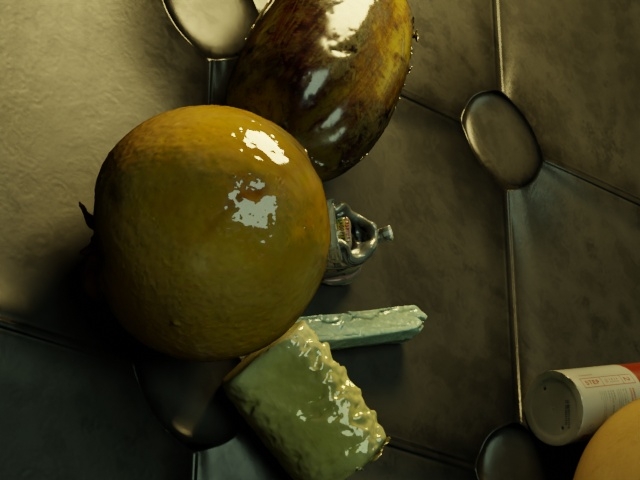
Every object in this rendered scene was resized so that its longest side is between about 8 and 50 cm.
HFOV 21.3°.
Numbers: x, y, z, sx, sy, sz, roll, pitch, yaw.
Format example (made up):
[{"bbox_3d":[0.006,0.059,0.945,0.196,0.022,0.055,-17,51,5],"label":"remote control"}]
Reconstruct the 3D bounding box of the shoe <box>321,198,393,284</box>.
[{"bbox_3d":[0.000,0.000,1.984,0.180,0.092,0.089,12,62,-39],"label":"shoe"}]

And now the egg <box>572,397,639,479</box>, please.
[{"bbox_3d":[0.445,0.366,2.055,0.301,0.301,0.373,20,47,-34],"label":"egg"}]

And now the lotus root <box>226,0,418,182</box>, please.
[{"bbox_3d":[0.007,-0.206,2.035,0.196,0.179,0.397,43,45,-15],"label":"lotus root"}]

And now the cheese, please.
[{"bbox_3d":[-0.017,0.184,1.854,0.167,0.123,0.094,54,12,-8],"label":"cheese"}]

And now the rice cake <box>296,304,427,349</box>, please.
[{"bbox_3d":[0.027,0.105,1.987,0.245,0.045,0.042,-3,63,-43],"label":"rice cake"}]

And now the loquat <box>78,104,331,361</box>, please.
[{"bbox_3d":[-0.124,-0.005,1.768,0.275,0.275,0.274,21,56,-34],"label":"loquat"}]

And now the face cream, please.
[{"bbox_3d":[0.369,0.210,2.214,0.214,0.096,0.095,-1,70,-44],"label":"face cream"}]
